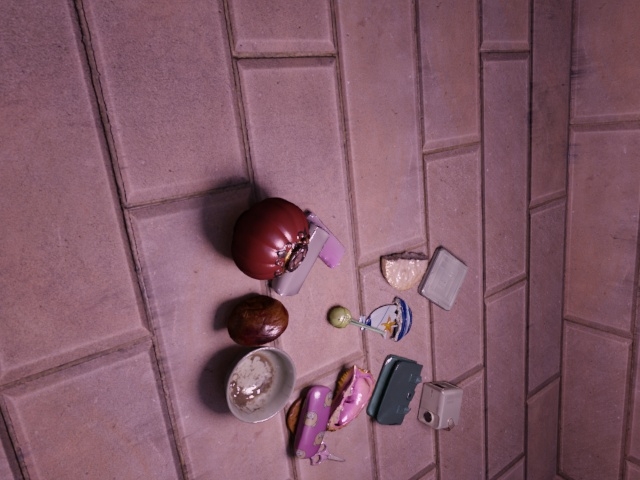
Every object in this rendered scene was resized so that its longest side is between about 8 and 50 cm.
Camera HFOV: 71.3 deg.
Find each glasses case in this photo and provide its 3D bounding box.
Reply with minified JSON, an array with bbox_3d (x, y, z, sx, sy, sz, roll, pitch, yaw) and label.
[{"bbox_3d":[-0.077,0.072,1.743,0.128,0.083,0.308,23,99,-48],"label":"glasses case"},{"bbox_3d":[-0.031,0.769,1.893,0.123,0.076,0.316,13,92,-35],"label":"glasses case"}]

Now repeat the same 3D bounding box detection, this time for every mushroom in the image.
[{"bbox_3d":[-0.226,0.282,1.628,0.231,0.194,0.138,-32,117,-38],"label":"mushroom"}]

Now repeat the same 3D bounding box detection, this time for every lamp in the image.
[{"bbox_3d":[-0.174,-0.003,1.564,0.303,0.257,0.303,-48,160,-24],"label":"lamp"},{"bbox_3d":[0.635,0.202,2.303,0.267,0.047,0.269,31,81,-33],"label":"lamp"}]

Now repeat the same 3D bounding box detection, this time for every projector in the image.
[{"bbox_3d":[0.634,0.878,2.361,0.177,0.163,0.242,7,93,-34],"label":"projector"}]

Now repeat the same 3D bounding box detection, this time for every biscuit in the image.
[{"bbox_3d":[0.404,0.148,2.108,0.281,0.084,0.179,-7,102,-35],"label":"biscuit"},{"bbox_3d":[-0.063,0.753,1.931,0.188,0.027,0.187,-8,105,-33],"label":"biscuit"}]

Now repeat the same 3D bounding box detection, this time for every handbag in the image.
[{"bbox_3d":[0.375,0.741,2.201,0.239,0.089,0.326,23,86,-37],"label":"handbag"}]

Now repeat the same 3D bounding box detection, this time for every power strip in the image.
[{"bbox_3d":[0.000,0.000,1.825,0.109,0.037,0.279,-53,123,-14],"label":"power strip"}]

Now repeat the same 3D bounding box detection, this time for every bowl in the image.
[{"bbox_3d":[-0.247,0.520,1.686,0.289,0.146,0.289,-6,101,-33],"label":"bowl"}]

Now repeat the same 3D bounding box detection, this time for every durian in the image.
[{"bbox_3d":[0.125,0.703,2.010,0.191,0.112,0.341,21,95,-45],"label":"durian"}]

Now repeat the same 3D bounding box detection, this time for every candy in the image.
[{"bbox_3d":[0.175,0.375,1.988,0.336,0.092,0.093,27,56,-35],"label":"candy"}]

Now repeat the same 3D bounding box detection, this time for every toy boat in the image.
[{"bbox_3d":[0.298,0.379,2.110,0.291,0.067,0.220,2,97,-24],"label":"toy boat"}]

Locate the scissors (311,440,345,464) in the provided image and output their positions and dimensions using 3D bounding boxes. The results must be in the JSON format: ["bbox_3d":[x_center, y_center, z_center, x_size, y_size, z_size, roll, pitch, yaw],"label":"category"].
[{"bbox_3d":[0.041,0.991,2.053,0.212,0.021,0.110,34,76,-34],"label":"scissors"}]
